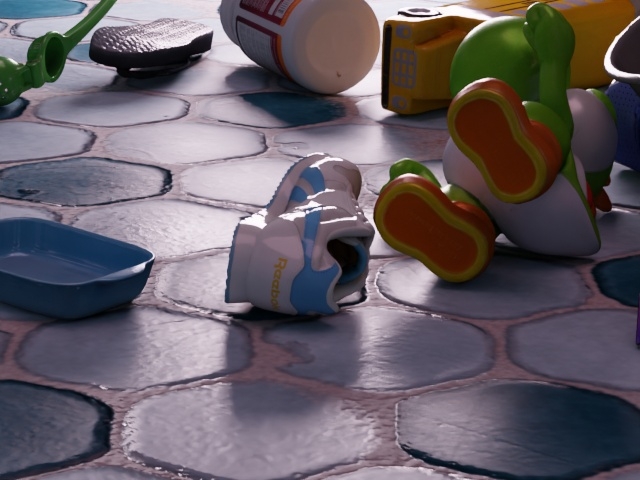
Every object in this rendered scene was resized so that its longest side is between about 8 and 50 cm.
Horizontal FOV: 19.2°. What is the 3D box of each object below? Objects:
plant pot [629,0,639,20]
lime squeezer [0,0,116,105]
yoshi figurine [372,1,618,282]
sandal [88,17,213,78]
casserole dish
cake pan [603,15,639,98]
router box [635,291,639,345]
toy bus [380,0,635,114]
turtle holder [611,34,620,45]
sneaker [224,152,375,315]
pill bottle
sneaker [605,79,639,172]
[{"bbox_3d":[0.344,-0.323,2.374,0.215,0.215,0.230,-5,32,-20],"label":"plant pot"},{"bbox_3d":[-0.330,-0.193,2.072,0.310,0.058,0.110,-27,23,-24],"label":"lime squeezer"},{"bbox_3d":[0.150,-0.100,1.632,0.204,0.203,0.362,1,13,21],"label":"yoshi figurine"},{"bbox_3d":[-0.190,-0.218,2.221,0.097,0.054,0.254,16,15,17],"label":"sandal"},{"bbox_3d":[-0.214,0.022,1.461,0.188,0.037,0.114,15,22,36],"label":"casserole dish"},{"bbox_3d":[0.390,-0.191,1.642,0.293,0.054,0.293,-26,17,9],"label":"cake pan"},{"bbox_3d":[0.317,0.039,1.427,0.133,0.046,0.179,6,18,16],"label":"router box"},{"bbox_3d":[0.209,-0.211,2.120,0.130,0.108,0.333,17,23,37],"label":"toy bus"},{"bbox_3d":[0.481,-0.211,1.927,0.227,0.243,0.320,11,1,-32],"label":"turtle holder"},{"bbox_3d":[0.000,0.000,1.486,0.092,0.087,0.228,13,27,12],"label":"sneaker"},{"bbox_3d":[-0.029,-0.249,2.197,0.121,0.121,0.221,-7,19,-24],"label":"pill bottle"},{"bbox_3d":[0.344,-0.091,1.694,0.182,0.127,0.315,-14,20,-35],"label":"sneaker"}]
